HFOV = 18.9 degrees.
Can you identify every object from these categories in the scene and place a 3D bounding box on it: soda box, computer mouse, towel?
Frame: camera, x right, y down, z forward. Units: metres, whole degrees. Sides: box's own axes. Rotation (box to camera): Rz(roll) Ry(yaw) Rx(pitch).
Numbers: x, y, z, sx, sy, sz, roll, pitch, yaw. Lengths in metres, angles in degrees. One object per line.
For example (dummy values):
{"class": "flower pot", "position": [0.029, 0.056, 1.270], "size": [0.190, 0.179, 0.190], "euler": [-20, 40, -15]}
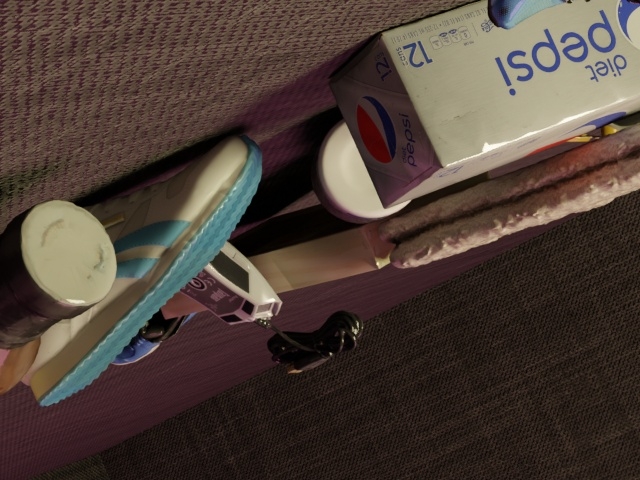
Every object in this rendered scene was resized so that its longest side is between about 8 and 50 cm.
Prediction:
{"class": "soda box", "position": [0.155, -0.117, 1.285], "size": [0.286, 0.098, 0.091], "euler": [-22, 173, -28]}
{"class": "computer mouse", "position": [-0.064, 0.035, 1.533], "size": [0.106, 0.193, 0.042], "euler": [-30, -152, 56]}
{"class": "towel", "position": [0.194, -0.045, 1.430], "size": [0.282, 0.049, 0.187], "euler": [-21, 179, 42]}

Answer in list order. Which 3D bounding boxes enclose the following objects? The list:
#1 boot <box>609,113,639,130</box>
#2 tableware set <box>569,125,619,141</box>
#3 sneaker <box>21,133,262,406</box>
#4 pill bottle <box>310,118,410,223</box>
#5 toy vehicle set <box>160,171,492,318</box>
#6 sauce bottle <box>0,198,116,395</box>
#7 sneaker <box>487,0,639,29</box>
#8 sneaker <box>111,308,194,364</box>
{"class": "boot", "position": [0.394, -0.172, 1.789], "size": [0.244, 0.088, 0.176], "euler": [-19, 178, 33]}
{"class": "tableware set", "position": [0.218, -0.105, 1.797], "size": [0.154, 0.024, 0.104], "euler": [-3, -174, -37]}
{"class": "sneaker", "position": [-0.134, 0.004, 1.301], "size": [0.229, 0.092, 0.087], "euler": [-44, 170, 2]}
{"class": "pill bottle", "position": [0.033, -0.052, 1.429], "size": [0.078, 0.078, 0.137], "euler": [-24, 180, -4]}
{"class": "toy vehicle set", "position": [0.000, 0.000, 1.620], "size": [0.267, 0.035, 0.166], "euler": [-15, -169, 46]}
{"class": "sauce bottle", "position": [-0.257, 0.068, 1.250], "size": [0.111, 0.111, 0.344], "euler": [-17, 169, -47]}
{"class": "sneaker", "position": [0.172, -0.159, 1.108], "size": [0.162, 0.073, 0.063], "euler": [-26, 174, 11]}
{"class": "sneaker", "position": [-0.169, 0.077, 1.837], "size": [0.152, 0.058, 0.084], "euler": [-32, 177, 26]}
